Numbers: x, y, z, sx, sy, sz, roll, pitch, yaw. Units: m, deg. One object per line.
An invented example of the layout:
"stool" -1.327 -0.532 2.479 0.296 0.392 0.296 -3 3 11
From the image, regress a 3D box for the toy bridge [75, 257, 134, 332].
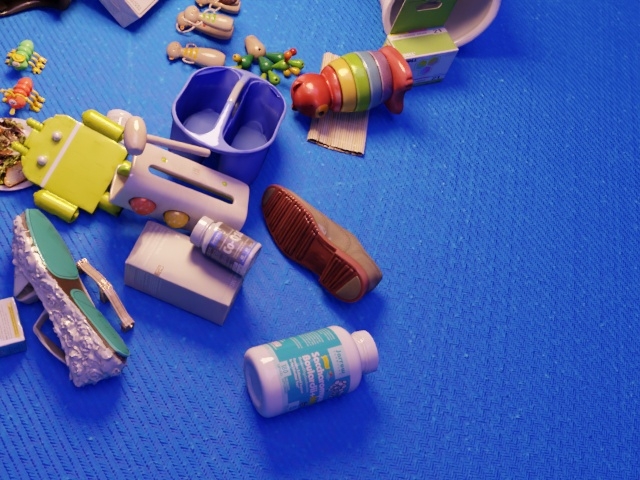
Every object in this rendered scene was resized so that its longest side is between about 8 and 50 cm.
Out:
"toy bridge" -0.448 0.110 1.581 0.026 0.063 0.188 -34 74 -29

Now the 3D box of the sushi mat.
"sushi mat" 0.059 -0.368 2.026 0.152 0.019 0.316 14 58 -9

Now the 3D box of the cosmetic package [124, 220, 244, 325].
"cosmetic package" -0.287 0.071 1.627 0.238 0.107 0.127 20 54 -1

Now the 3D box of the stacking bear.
"stacking bear" 0.063 -0.394 1.944 0.289 0.175 0.164 -17 69 -15

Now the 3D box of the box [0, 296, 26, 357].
"box" -0.706 0.194 1.461 0.244 0.060 0.100 -14 66 -23

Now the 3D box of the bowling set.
"bowling set" -0.294 -0.607 1.964 0.154 0.200 0.287 13 54 -7

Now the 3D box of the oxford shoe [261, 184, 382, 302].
"oxford shoe" 0.000 0.000 1.763 0.348 0.123 0.130 49 34 15

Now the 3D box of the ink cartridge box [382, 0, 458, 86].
"ink cartridge box" 0.278 -0.535 2.042 0.189 0.255 0.097 -15 66 -22

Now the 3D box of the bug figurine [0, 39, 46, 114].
"bug figurine" -0.781 -0.407 1.777 0.279 0.072 0.216 14 58 -7

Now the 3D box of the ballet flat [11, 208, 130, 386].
"ballet flat" -0.538 0.119 1.519 0.147 0.147 0.409 -27 71 -27

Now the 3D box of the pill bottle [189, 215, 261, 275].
"pill bottle" -0.200 0.009 1.587 0.137 0.078 0.078 29 57 3

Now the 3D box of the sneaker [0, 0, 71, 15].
"sneaker" -0.832 -0.666 1.847 0.483 0.185 0.202 2 57 -14

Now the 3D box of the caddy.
"caddy" -0.216 -0.281 1.764 0.241 0.179 0.341 21 41 -5

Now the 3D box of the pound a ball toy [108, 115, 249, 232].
"pound a ball toy" -0.303 -0.110 1.604 0.319 0.208 0.135 21 58 -29

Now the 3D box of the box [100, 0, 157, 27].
"box" -0.470 -0.716 1.992 0.169 0.087 0.290 48 54 -26

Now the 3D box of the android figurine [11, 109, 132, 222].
"android figurine" -0.539 -0.170 1.672 0.273 0.056 0.248 31 80 -11

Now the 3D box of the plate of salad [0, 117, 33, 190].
"plate of salad" -0.701 -0.201 1.696 0.200 0.048 0.199 7 60 -12

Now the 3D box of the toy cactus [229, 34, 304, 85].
"toy cactus" -0.156 -0.478 1.989 0.219 0.112 0.180 -20 58 -16

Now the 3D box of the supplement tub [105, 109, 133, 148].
"supplement tub" -0.478 -0.245 1.771 0.071 0.071 0.107 11 60 -10

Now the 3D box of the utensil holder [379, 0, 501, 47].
"utensil holder" 0.308 -0.784 2.161 0.328 0.327 0.385 1 58 -15

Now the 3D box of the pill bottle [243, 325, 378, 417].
"pill bottle" -0.016 0.262 1.567 0.264 0.146 0.146 -13 66 -22
